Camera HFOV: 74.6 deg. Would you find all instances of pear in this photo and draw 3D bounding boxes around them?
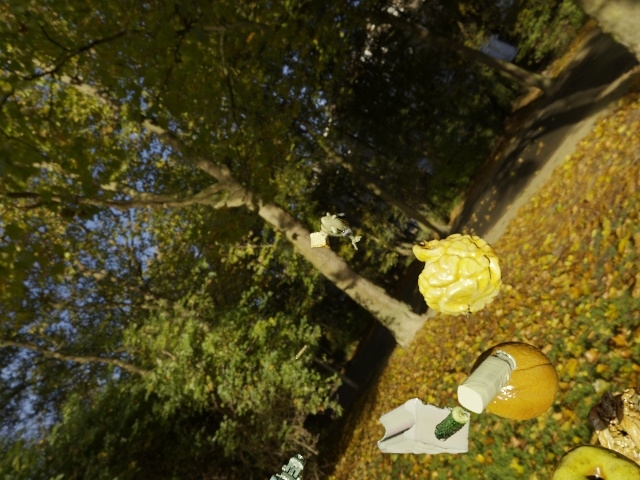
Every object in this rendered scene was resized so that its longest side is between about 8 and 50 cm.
[{"bbox_3d":[0.592,0.541,0.872,0.197,0.197,0.197,-56,-10,-14],"label":"pear"}]

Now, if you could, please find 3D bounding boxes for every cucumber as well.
[{"bbox_3d":[0.399,0.564,1.281,0.058,0.058,0.187,-51,-20,-36],"label":"cucumber"}]

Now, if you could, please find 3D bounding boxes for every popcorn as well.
[{"bbox_3d":[0.524,0.118,1.656,0.349,0.381,0.348,-15,-43,-14],"label":"popcorn"}]

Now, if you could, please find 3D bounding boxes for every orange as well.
[{"bbox_3d":[0.829,0.606,1.816,0.357,0.322,0.322,-8,-32,-19],"label":"orange"}]

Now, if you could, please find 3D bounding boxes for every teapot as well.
[{"bbox_3d":[0.474,0.402,1.179,0.200,0.077,0.107,-27,-64,-34],"label":"teapot"}]

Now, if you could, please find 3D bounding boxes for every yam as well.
[{"bbox_3d":[-0.067,0.400,1.510,0.014,0.014,0.107,-49,-7,-44],"label":"yam"}]

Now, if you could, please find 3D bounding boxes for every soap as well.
[{"bbox_3d":[0.400,0.743,1.638,0.302,0.258,0.158,120,161,-54],"label":"soap"}]

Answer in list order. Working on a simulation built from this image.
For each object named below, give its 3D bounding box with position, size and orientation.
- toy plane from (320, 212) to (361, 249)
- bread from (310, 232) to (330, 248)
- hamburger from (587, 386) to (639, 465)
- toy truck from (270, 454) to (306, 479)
[{"bbox_3d":[0.081,-0.032,1.580,0.108,0.092,0.286,-34,-30,24],"label":"toy plane"},{"bbox_3d":[0.000,0.000,2.199,0.109,0.080,0.084,33,-130,-72],"label":"bread"},{"bbox_3d":[0.978,0.584,1.261,0.211,0.245,0.260,-48,7,34],"label":"hamburger"},{"bbox_3d":[-0.127,0.944,1.591,0.140,0.108,0.256,-32,-40,-59],"label":"toy truck"}]
